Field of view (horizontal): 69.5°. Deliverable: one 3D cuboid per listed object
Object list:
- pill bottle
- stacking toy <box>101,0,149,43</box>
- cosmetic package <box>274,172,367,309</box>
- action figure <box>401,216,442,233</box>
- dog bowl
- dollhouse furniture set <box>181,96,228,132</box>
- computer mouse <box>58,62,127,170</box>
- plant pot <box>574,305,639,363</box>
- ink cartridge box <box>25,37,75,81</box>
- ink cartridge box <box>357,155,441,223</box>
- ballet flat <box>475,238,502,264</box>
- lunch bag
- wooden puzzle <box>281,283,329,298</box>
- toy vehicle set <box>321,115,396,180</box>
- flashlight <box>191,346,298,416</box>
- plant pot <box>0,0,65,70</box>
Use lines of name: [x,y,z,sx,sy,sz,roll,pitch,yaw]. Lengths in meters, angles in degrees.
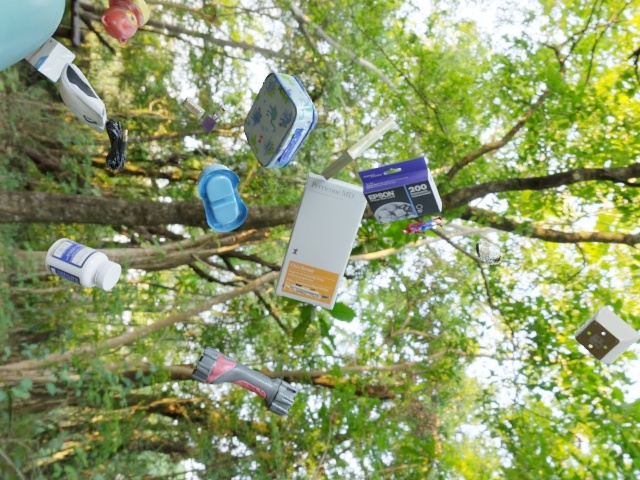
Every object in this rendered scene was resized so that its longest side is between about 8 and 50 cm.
pill bottle: [-0.702,0.076,1.375,0.112,0.186,0.112,22,90,-85]
stacking toy: [-0.591,-0.723,1.275,0.279,0.309,0.131,-11,-127,38]
cosmetic package: [0.000,0.000,1.709,0.161,0.230,0.454,-94,-160,-78]
action figure: [0.280,-0.037,1.279,0.030,0.115,0.038,-101,177,-49]
dog bowl: [-0.395,-0.172,1.830,0.074,0.165,0.297,54,-21,43]
dollhouse furniture set: [-0.343,-0.397,1.376,0.091,0.114,0.081,-47,-163,14]
computer mouse: [-0.402,-0.220,0.799,0.193,0.042,0.106,51,-35,7]
plant pot: [0.713,0.244,1.166,0.109,0.096,0.109,49,-58,33]
ink cartridge box: [-0.843,-0.571,1.420,0.180,0.060,0.104,36,-91,33]
ink cartridge box: [0.240,-0.145,1.393,0.206,0.208,0.045,-11,-133,24]
ballet flat: [0.565,0.038,1.533,0.067,0.206,0.073,2,-98,29]
lunch bag: [-0.108,-0.305,1.204,0.219,0.090,0.176,-52,-122,40]
wooden puzzle: [-0.036,0.119,1.102,0.078,0.116,0.014,107,1,-78]
toy vehicle set: [0.130,-0.315,1.574,0.035,0.267,0.166,50,-34,-6]
flashlight: [-0.227,0.427,1.369,0.103,0.304,0.103,-52,-170,49]
plant pot: [-0.682,-0.508,0.936,0.293,0.293,0.235,-52,-177,47]
